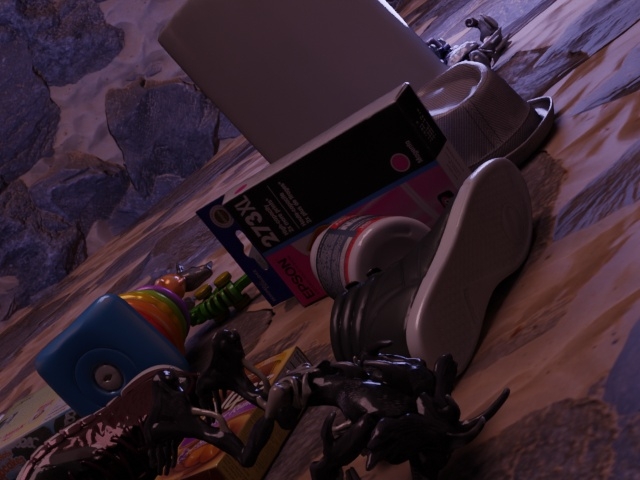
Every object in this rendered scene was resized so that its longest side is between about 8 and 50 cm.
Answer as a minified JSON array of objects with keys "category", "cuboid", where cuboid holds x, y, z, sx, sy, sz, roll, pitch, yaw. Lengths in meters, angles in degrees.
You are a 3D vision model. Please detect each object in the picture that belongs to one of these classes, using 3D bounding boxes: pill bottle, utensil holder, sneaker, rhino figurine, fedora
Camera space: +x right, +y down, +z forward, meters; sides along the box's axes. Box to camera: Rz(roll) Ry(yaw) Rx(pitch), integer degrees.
[{"category":"pill bottle","cuboid":[0.053,0.024,1.135,0.108,0.108,0.180,-41,14,-13]},{"category":"utensil holder","cuboid":[-0.019,-0.283,1.654,0.327,0.385,0.327,-42,9,9]},{"category":"sneaker","cuboid":[0.103,0.026,1.007,0.147,0.104,0.295,-17,28,42]},{"category":"rhino figurine","cuboid":[-0.266,0.104,1.749,0.106,0.073,0.243,-14,25,52]},{"category":"fedora","cuboid":[0.178,-0.152,1.369,0.244,0.124,0.275,-36,14,2]},{"category":"sneaker","cuboid":[-0.214,0.230,1.148,0.163,0.106,0.281,-16,24,49]}]

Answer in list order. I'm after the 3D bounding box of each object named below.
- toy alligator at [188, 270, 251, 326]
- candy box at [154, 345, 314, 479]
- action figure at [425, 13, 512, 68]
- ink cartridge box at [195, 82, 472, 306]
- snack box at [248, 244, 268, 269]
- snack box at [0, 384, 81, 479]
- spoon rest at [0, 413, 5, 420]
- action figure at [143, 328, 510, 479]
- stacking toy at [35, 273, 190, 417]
[{"category":"toy alligator","cuboid":[-0.169,0.102,1.542,0.190,0.056,0.051,-33,14,18]},{"category":"candy box","cuboid":[-0.083,0.194,1.045,0.109,0.053,0.186,-28,15,37]},{"category":"action figure","cuboid":[0.232,-0.324,1.863,0.185,0.099,0.285,-34,16,-9]},{"category":"ink cartridge box","cuboid":[0.009,-0.033,1.290,0.371,0.175,0.069,-27,18,36]},{"category":"snack box","cuboid":[-0.062,0.004,1.548,0.100,0.037,0.141,-44,-5,-17]},{"category":"snack box","cuboid":[-0.400,0.265,1.576,0.322,0.060,0.187,-30,15,28]},{"category":"spoon rest","cuboid":[-0.585,0.371,1.701,0.137,0.084,0.276,-23,6,41]},{"category":"action figure","cuboid":[0.010,0.149,0.798,0.276,0.140,0.164,4,27,30]},{"category":"stacking toy","cuboid":[-0.247,0.123,1.453,0.175,0.166,0.302,-41,10,21]}]
